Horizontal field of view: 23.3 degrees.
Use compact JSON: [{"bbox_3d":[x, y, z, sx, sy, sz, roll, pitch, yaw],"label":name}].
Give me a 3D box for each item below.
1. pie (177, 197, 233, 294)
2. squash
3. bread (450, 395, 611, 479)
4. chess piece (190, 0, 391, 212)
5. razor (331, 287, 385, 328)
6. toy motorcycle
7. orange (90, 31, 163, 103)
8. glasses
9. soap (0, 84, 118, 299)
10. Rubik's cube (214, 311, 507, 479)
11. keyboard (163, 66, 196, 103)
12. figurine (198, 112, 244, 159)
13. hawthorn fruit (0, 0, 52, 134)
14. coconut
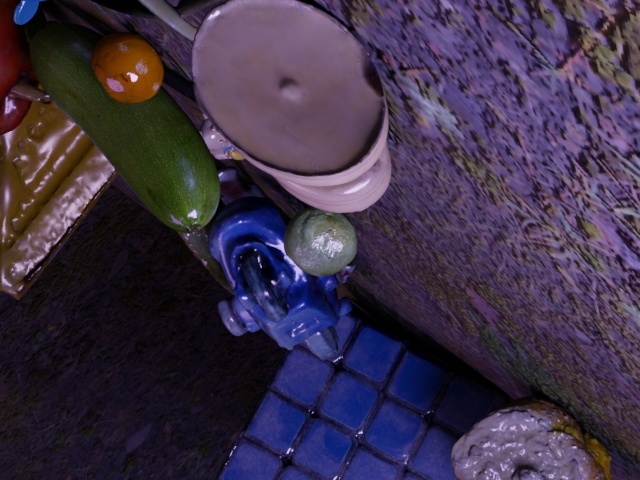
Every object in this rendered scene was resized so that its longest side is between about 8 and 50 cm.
[{"bbox_3d":[-0.155,-0.024,2.300,0.302,0.067,0.302,52,-172,-11],"label":"pie"},{"bbox_3d":[-0.227,-0.147,1.783,0.395,0.107,0.107,46,179,33],"label":"squash"},{"bbox_3d":[0.281,0.302,1.980,0.195,0.176,0.246,49,180,19],"label":"bread"},{"bbox_3d":[-0.007,-0.084,1.198,0.138,0.124,0.307,6,172,7],"label":"chess piece"},{"bbox_3d":[0.024,0.090,2.446,0.093,0.056,0.324,37,173,23],"label":"razor"},{"bbox_3d":[-0.079,0.041,2.085,0.241,0.182,0.319,35,174,25],"label":"toy motorcycle"},{"bbox_3d":[-0.210,-0.190,1.697,0.083,0.070,0.083,53,179,2],"label":"orange"},{"bbox_3d":[-0.139,-0.214,1.209,0.206,0.102,0.239,11,175,-7],"label":"glasses"},{"bbox_3d":[-0.448,-0.133,2.208,0.304,0.339,0.169,37,172,-5],"label":"soap"},{"bbox_3d":[0.076,0.338,2.411,0.337,0.344,0.344,27,170,14],"label":"Rubik's cube"},{"bbox_3d":[-0.171,-0.185,1.777,0.155,0.010,0.053,34,171,33],"label":"keyboard"},{"bbox_3d":[-0.110,-0.116,1.804,0.050,0.047,0.083,23,172,27],"label":"figurine"},{"bbox_3d":[-0.471,-0.254,1.965,0.258,0.258,0.262,57,-172,-71],"label":"hawthorn fruit"},{"bbox_3d":[0.000,0.000,1.821,0.088,0.088,0.096,38,168,2],"label":"coconut"}]
